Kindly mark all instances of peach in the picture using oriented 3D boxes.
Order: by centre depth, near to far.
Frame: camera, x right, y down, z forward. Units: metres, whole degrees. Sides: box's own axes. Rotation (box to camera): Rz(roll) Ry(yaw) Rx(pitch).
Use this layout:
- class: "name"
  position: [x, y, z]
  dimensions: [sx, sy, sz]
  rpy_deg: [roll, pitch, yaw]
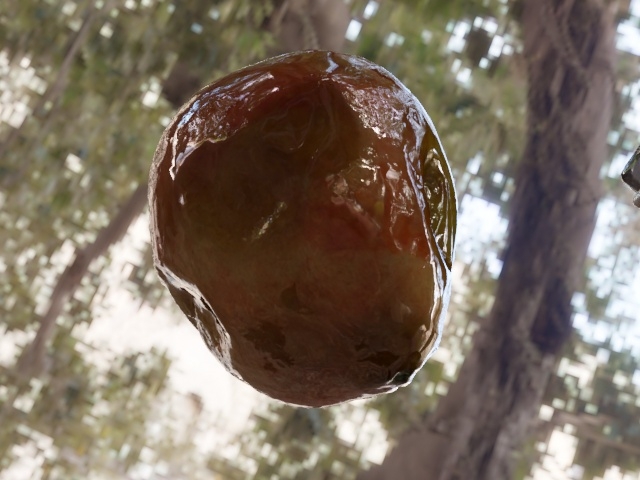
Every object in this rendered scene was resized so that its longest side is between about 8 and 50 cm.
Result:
- class: "peach"
  position: [0.000, 0.000, 1.090]
  dimensions: [0.214, 0.235, 0.214]
  rpy_deg: [-17, -26, -9]

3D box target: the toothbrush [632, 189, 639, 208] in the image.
- class: "toothbrush"
  position: [0.375, -0.120, 1.453]
  dimensions: [0.025, 0.019, 0.276]
  rpy_deg: [44, -63, -5]

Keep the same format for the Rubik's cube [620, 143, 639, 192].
- class: "Rubik's cube"
  position: [0.592, -0.088, 1.775]
  dimensions: [0.337, 0.344, 0.344]
  rpy_deg: [39, 13, 34]
